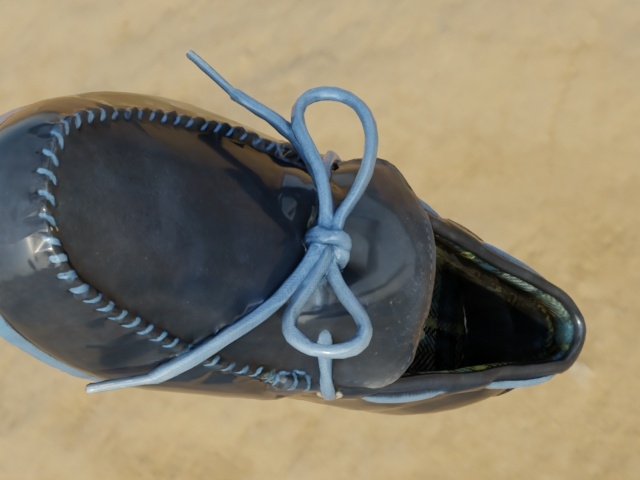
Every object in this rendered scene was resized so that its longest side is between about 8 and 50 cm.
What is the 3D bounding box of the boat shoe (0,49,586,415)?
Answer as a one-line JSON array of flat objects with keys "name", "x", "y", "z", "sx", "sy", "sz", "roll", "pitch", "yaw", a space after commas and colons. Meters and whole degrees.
[{"name": "boat shoe", "x": 0.000, "y": 0.000, "z": 0.580, "sx": 0.089, "sy": 0.258, "sz": 0.109, "roll": -4, "pitch": 83, "yaw": 34}]
